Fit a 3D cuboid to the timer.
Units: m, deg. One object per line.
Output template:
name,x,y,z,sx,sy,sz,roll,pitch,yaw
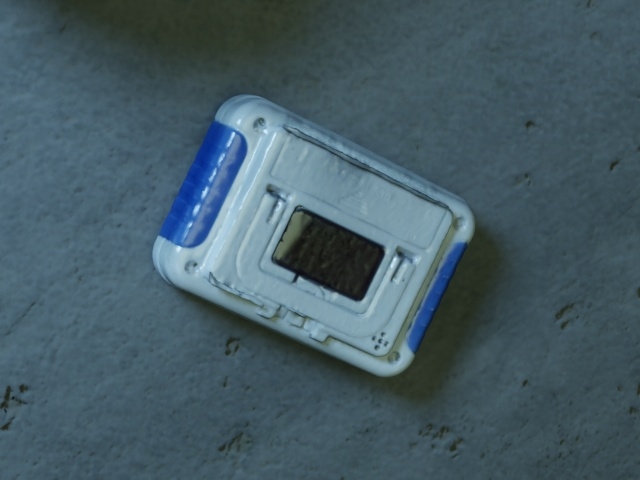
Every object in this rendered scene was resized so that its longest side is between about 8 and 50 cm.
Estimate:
timer,0.000,0.000,1.621,0.253,0.078,0.178,24,90,-25
